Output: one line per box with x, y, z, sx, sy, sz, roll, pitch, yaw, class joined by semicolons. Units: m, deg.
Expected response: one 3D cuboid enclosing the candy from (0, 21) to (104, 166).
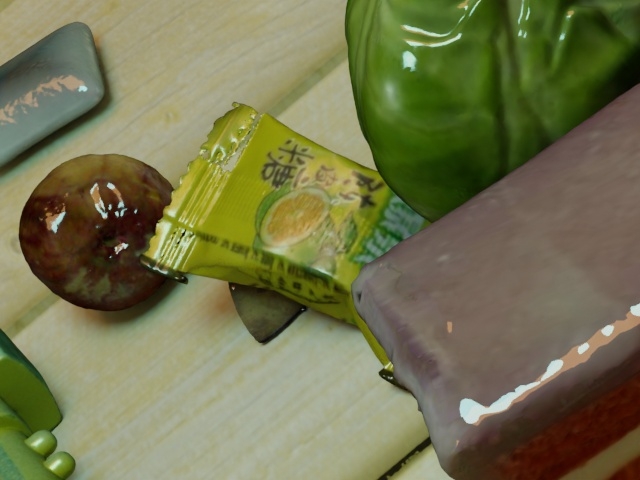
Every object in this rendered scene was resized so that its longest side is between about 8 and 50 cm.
-0.321;-0.161;2.142;0.174;0.071;0.138;-30;42;12;candy

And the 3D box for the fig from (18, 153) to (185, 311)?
-0.216;-0.034;1.905;0.160;0.143;0.230;-5;37;-6;fig

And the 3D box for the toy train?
-0.310;0.236;1.744;0.237;0.150;0.369;-41;42;-9;toy train

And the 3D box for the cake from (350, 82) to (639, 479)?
0.218;0.069;1.406;0.309;0.237;0.230;-33;42;8;cake

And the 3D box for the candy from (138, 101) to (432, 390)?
0.000;0.000;1.705;0.297;0.081;0.187;23;75;18;candy

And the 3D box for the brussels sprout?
0.162;-0.188;1.601;0.289;0.354;0.281;-11;19;-1;brussels sprout

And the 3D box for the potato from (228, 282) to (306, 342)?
-0.041;-0.006;1.780;0.101;0.089;0.172;-18;45;22;potato
